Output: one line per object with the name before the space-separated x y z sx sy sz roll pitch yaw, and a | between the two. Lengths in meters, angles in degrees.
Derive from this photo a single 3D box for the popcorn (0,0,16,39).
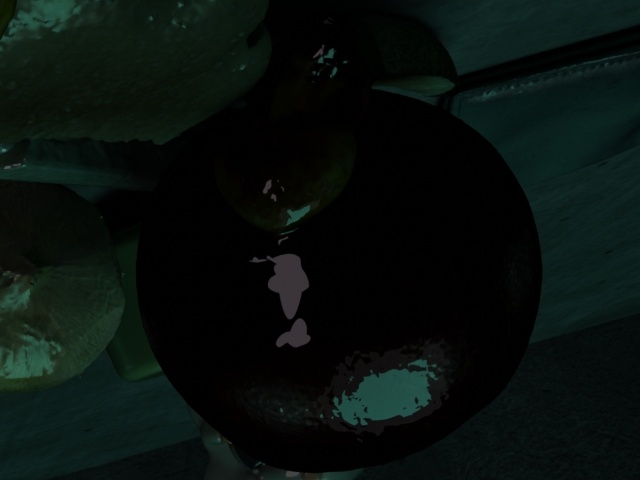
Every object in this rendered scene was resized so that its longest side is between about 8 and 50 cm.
popcorn | -0.218 -0.135 0.520 0.200 0.226 0.203 -33 145 -35

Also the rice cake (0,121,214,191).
rice cake | -0.147 -0.067 1.127 0.066 0.063 0.336 -13 173 32

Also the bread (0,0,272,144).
bread | -0.135 -0.127 0.824 0.183 0.102 0.337 -27 167 35

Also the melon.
melon | 0.061 -0.134 1.175 0.098 0.054 0.182 -22 167 40

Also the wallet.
wallet | 0.222 -0.114 1.464 0.251 0.054 0.290 -18 165 -8

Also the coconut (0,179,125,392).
coconut | -0.243 0.035 1.167 0.194 0.194 0.194 -18 167 -4

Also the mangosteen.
mangosteen | 0.004 0.017 1.051 0.297 0.297 0.293 -23 155 17

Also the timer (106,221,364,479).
timer | -0.057 0.125 1.399 0.290 0.315 0.291 -16 174 -2
